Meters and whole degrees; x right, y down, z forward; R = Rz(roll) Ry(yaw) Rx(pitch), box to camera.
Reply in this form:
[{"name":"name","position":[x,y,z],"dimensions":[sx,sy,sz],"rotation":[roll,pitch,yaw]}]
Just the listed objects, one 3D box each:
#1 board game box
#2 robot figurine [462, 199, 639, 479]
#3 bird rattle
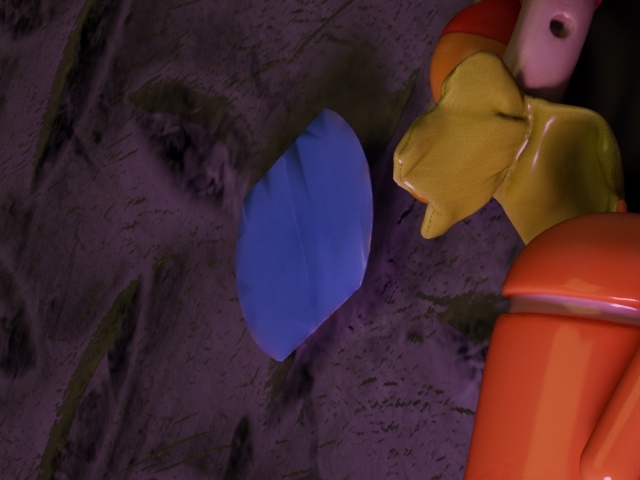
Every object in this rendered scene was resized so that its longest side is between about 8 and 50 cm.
[{"name":"board game box","position":[0.000,0.000,1.186],"dimensions":[0.168,0.033,0.133],"rotation":[-46,46,44]},{"name":"robot figurine","position":[0.138,0.082,0.849],"dimensions":[0.128,0.158,0.219],"rotation":[6,81,35]},{"name":"bird rattle","position":[0.106,-0.111,0.994],"dimensions":[0.207,0.143,0.253],"rotation":[155,128,-70]}]
